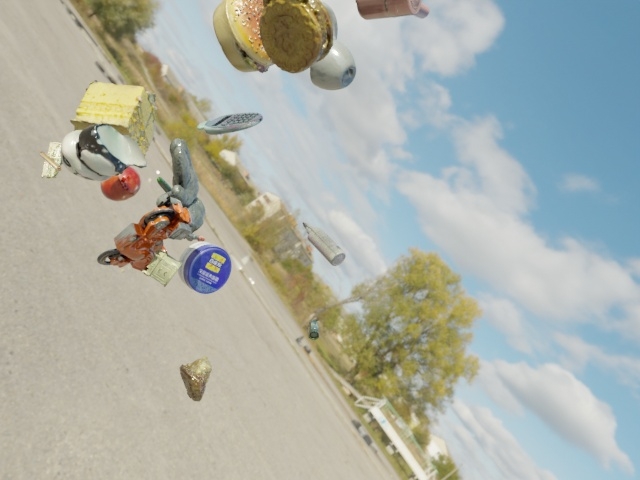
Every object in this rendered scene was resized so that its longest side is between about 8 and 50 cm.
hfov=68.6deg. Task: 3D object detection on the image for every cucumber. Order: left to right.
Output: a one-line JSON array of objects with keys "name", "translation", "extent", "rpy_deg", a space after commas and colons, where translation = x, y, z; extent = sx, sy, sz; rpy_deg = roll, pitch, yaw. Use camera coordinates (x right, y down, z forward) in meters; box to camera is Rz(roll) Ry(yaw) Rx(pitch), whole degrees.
[{"name": "cucumber", "translation": [-0.608, -0.196, 1.889], "extent": [0.036, 0.033, 0.184], "rpy_deg": [36, -19, 28]}]

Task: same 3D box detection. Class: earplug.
[{"name": "earplug", "translation": [0.018, -0.719, 1.750], "extent": [0.175, 0.214, 0.325], "rpy_deg": [-8, -72, 54]}]

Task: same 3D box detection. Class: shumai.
[{"name": "shumai", "translation": [-0.390, 0.442, 1.492], "extent": [0.139, 0.105, 0.123], "rpy_deg": [-177, -113, -80]}]

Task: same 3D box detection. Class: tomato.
[{"name": "tomato", "translation": [-0.964, -0.278, 2.257], "extent": [0.195, 0.195, 0.136], "rpy_deg": [50, -9, 38]}]

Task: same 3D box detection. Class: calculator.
[{"name": "calculator", "translation": [-0.380, -0.490, 1.968], "extent": [0.185, 0.299, 0.041], "rpy_deg": [-59, 141, -51]}]

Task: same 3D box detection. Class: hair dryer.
[{"name": "hair dryer", "translation": [0.305, -0.880, 1.762], "extent": [0.211, 0.352, 0.125], "rpy_deg": [10, -74, 33]}]

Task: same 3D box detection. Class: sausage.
[{"name": "sausage", "translation": [-0.702, -0.206, 1.219], "extent": [0.100, 0.015, 0.015], "rpy_deg": [35, -13, 22]}]

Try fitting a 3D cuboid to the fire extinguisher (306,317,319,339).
[{"name": "fire extinguisher", "translation": [-0.020, 0.226, 1.204], "extent": [0.025, 0.038, 0.083], "rpy_deg": [57, 9, -16]}]

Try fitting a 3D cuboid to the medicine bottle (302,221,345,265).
[{"name": "medicine bottle", "translation": [0.000, 0.000, 1.477], "extent": [0.199, 0.058, 0.057], "rpy_deg": [45, -10, 35]}]

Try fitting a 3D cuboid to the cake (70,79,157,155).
[{"name": "cake", "translation": [-0.771, -0.475, 1.803], "extent": [0.222, 0.228, 0.285], "rpy_deg": [98, 0, -59]}]

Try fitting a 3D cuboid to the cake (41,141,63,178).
[{"name": "cake", "translation": [-0.857, -0.247, 1.509], "extent": [0.055, 0.051, 0.139], "rpy_deg": [119, -26, -58]}]

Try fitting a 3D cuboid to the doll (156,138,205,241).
[{"name": "doll", "translation": [-0.501, -0.180, 1.633], "extent": [0.245, 0.158, 0.340], "rpy_deg": [-112, -166, -51]}]

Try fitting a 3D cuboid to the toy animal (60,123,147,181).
[{"name": "toy animal", "translation": [-0.574, -0.217, 1.212], "extent": [0.166, 0.179, 0.138], "rpy_deg": [56, 31, -43]}]

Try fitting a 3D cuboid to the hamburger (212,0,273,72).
[{"name": "hamburger", "translation": [-0.260, -0.781, 1.758], "extent": [0.300, 0.176, 0.300], "rpy_deg": [29, 56, -55]}]

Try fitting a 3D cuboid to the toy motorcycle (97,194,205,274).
[{"name": "toy motorcycle", "translation": [-0.523, -0.001, 1.476], "extent": [0.221, 0.326, 0.147], "rpy_deg": [17, 43, -61]}]

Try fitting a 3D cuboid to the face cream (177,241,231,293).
[{"name": "face cream", "translation": [-0.483, 0.110, 1.950], "extent": [0.111, 0.206, 0.206], "rpy_deg": [21, -28, 42]}]

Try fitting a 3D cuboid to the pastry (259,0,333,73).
[{"name": "pastry", "translation": [-0.075, -0.631, 1.402], "extent": [0.240, 0.132, 0.235], "rpy_deg": [2, -57, 38]}]

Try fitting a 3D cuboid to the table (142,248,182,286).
[{"name": "table", "translation": [-0.487, 0.084, 1.445], "extent": [0.083, 0.079, 0.062], "rpy_deg": [36, 8, -12]}]
